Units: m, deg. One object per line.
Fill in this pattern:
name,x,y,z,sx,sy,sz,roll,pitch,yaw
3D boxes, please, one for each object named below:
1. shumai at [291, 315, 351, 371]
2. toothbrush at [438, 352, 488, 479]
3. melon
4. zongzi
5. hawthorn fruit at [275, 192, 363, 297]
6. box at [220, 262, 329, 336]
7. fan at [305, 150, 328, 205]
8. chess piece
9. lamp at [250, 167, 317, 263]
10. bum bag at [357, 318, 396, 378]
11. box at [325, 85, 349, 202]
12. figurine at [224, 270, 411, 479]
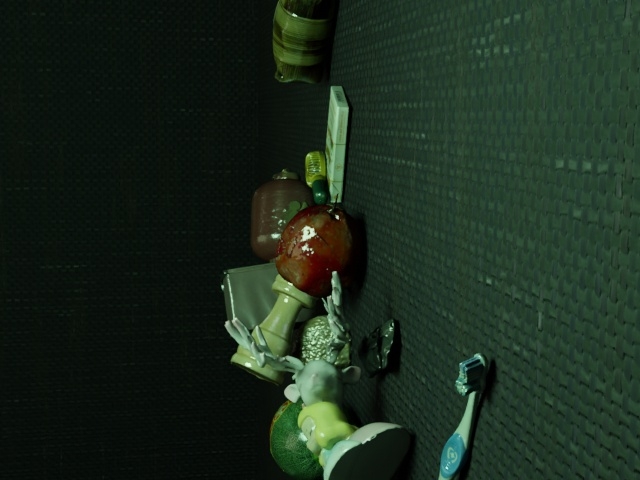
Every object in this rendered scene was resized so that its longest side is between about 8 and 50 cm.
shumai,0.010,0.230,2.009,0.116,0.146,0.145,27,-120,-77
toothbrush,0.181,0.292,1.248,0.040,0.040,0.386,-103,12,-49
melon,-0.013,0.401,1.891,0.288,0.182,0.182,169,100,-80
zongzi,-0.035,-0.540,2.130,0.288,0.134,0.286,-91,13,-49
hawthorn fruit,0.000,0.000,1.818,0.181,0.181,0.235,-101,16,-45
box,-0.093,0.133,2.137,0.188,0.252,0.153,128,135,-76
fan,-0.008,-0.134,2.036,0.155,0.039,0.082,-101,11,-50
chess piece,-0.048,0.105,1.961,0.397,0.117,0.117,-63,5,-13
lamp,-0.082,-0.048,2.291,0.180,0.180,0.258,120,154,-71
bum bag,0.097,0.192,1.639,0.197,0.049,0.087,123,150,-73
box,0.033,-0.206,1.998,0.122,0.032,0.220,-104,15,-59
figurine,0.014,0.240,1.569,0.315,0.206,0.284,51,166,42
